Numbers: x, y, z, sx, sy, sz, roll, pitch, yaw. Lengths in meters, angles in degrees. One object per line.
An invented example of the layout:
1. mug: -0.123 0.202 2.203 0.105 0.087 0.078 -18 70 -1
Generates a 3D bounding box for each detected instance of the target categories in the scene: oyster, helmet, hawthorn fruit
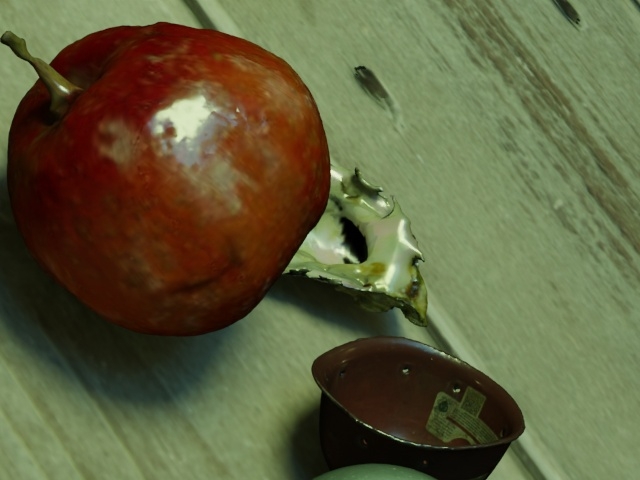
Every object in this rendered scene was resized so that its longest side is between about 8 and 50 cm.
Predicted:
1. oyster: -0.002 -0.008 1.453 0.209 0.072 0.133 13 55 -2
2. helmet: 0.059 0.154 1.330 0.175 0.106 0.155 1 28 -45
3. hawthorn fruit: -0.134 -0.064 1.263 0.272 0.242 0.242 34 40 -39

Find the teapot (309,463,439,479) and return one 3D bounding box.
1. teapot: 0.042 0.249 1.204 0.294 0.129 0.193 -31 89 -19
